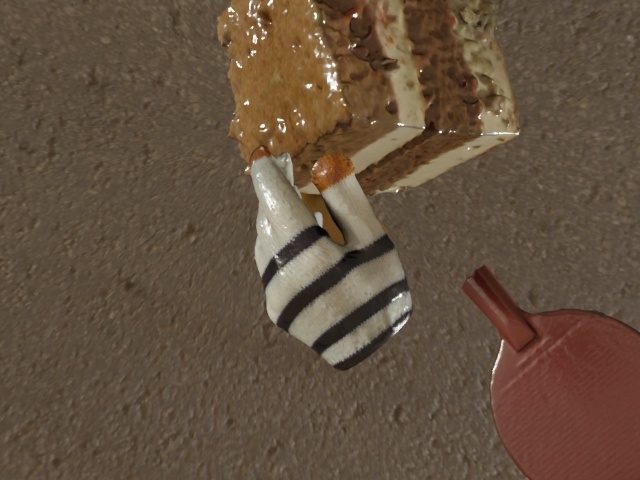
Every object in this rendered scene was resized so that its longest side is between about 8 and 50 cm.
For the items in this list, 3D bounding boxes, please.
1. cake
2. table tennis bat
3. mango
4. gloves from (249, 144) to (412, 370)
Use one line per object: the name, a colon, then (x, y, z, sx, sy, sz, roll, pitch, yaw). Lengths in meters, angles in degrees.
cake: (0.057, -0.207, 0.957, 0.290, 0.282, 0.256, -5, 79, -29)
table tennis bat: (0.354, 0.205, 1.155, 0.268, 0.051, 0.415, -45, 62, 15)
mango: (0.013, -0.039, 1.182, 0.184, 0.085, 0.102, 32, 113, -10)
gloves: (-0.011, 0.010, 0.759, 0.131, 0.140, 0.219, -41, 91, -27)
